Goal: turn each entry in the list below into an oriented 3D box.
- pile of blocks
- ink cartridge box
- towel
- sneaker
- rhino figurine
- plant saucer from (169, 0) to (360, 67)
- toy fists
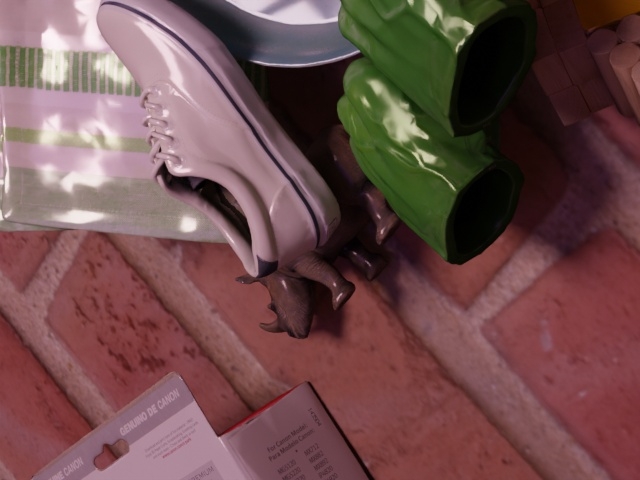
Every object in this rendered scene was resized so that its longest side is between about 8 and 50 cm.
[{"bbox_3d":[0.282,-0.098,0.942,0.362,0.149,0.112,32,171,35],"label":"pile of blocks"},{"bbox_3d":[-0.102,0.268,1.394,0.309,0.130,0.272,-36,84,43],"label":"ink cartridge box"},{"bbox_3d":[-0.163,-0.163,1.206,0.248,0.038,0.324,3,99,12],"label":"towel"},{"bbox_3d":[-0.095,-0.085,1.121,0.258,0.091,0.094,48,151,6],"label":"sneaker"},{"bbox_3d":[0.000,0.000,1.222,0.106,0.073,0.243,45,133,12],"label":"rhino figurine"},{"bbox_3d":[-0.025,-0.289,1.085,0.318,0.044,0.317,8,109,23],"label":"plant saucer"},{"bbox_3d":[0.076,-0.111,1.010,0.142,0.096,0.279,45,159,28],"label":"toy fists"}]
